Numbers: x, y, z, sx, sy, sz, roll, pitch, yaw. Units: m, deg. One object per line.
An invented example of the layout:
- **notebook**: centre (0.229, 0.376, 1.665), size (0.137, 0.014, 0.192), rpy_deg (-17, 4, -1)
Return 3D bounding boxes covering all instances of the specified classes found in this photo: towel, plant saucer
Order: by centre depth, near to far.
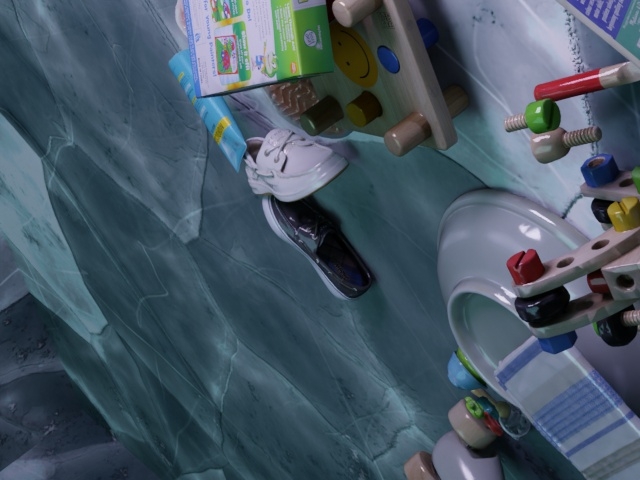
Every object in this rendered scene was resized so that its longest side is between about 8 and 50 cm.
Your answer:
- **towel**: centre (0.342, 0.233, 1.730), size (0.285, 0.034, 0.209), rpy_deg (48, 157, 9)
- **plant saucer**: centre (0.277, 0.122, 1.864), size (0.400, 0.100, 0.400), rpy_deg (41, 154, 25)

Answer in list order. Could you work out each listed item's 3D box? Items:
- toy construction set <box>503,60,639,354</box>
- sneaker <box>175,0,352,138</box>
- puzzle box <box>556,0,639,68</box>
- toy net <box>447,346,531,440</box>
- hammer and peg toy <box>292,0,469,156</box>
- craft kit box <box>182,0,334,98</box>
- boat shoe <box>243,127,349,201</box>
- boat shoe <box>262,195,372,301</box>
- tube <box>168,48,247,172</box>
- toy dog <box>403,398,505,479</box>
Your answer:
- **toy construction set**: centre (0.341, -0.037, 1.461), size (0.237, 0.257, 0.309), rpy_deg (-12, 90, 45)
- **sneaker**: centre (-0.060, -0.264, 1.964), size (0.302, 0.121, 0.108), rpy_deg (39, 114, -4)
- **puzzle box**: centre (0.269, -0.367, 1.273), size (0.272, 0.052, 0.409), rpy_deg (44, 155, 19)
- **toy net**: centre (0.262, 0.242, 2.038), size (0.232, 0.045, 0.122), rpy_deg (39, -168, -45)
- **hammer and peg toy**: centre (0.031, -0.281, 1.724), size (0.266, 0.127, 0.361), rpy_deg (19, 140, 51)
- **craft kit box**: centre (-0.088, -0.311, 1.708), size (0.247, 0.061, 0.250), rpy_deg (-1, 98, 58)
- **boat shoe**: centre (-0.055, -0.123, 2.131), size (0.096, 0.098, 0.277), rpy_deg (60, 156, -17)
- **boat shoe**: centre (0.000, 0.000, 2.228), size (0.228, 0.080, 0.076), rpy_deg (54, 150, -4)
- **tube**: centre (-0.173, -0.211, 2.230), size (0.207, 0.052, 0.080), rpy_deg (59, 160, 16)
- **toy dog**: centre (0.275, 0.414, 2.178), size (0.220, 0.161, 0.333), rpy_deg (-29, 64, 29)
